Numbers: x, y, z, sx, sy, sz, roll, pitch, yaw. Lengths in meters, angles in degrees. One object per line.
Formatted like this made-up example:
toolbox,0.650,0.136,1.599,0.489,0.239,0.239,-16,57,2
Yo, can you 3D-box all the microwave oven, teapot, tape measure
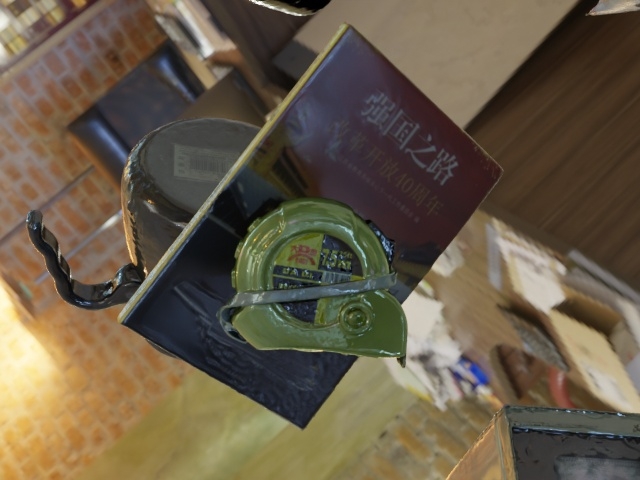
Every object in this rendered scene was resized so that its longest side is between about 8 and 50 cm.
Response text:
microwave oven,0.182,0.184,0.532,0.163,0.204,0.129,106,166,-52
teapot,-0.164,0.032,1.117,0.223,0.305,0.285,48,141,32
tape measure,-0.006,0.036,0.877,0.087,0.177,0.154,-137,50,-82

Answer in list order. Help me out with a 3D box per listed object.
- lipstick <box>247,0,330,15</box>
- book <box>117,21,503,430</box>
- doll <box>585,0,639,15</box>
lipstick,-0.071,-0.233,0.733,0.081,0.081,0.299,45,-161,16
book,0.000,0.000,0.991,0.262,0.374,0.028,37,-177,-31
doll,0.409,-0.371,1.186,0.106,0.181,0.110,15,173,-4
